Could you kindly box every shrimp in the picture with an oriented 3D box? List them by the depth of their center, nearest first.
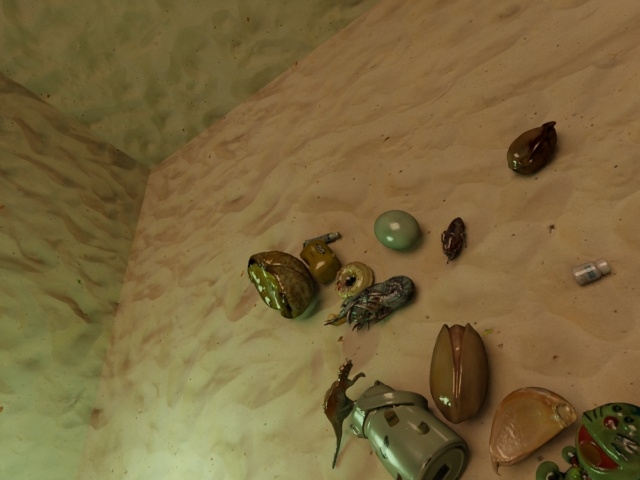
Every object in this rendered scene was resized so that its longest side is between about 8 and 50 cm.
[{"bbox_3d":[0.464,0.003,1.588,0.075,0.073,0.190,-11,51,43],"label":"shrimp"},{"bbox_3d":[0.163,0.232,1.629,0.372,0.172,0.137,-35,50,9],"label":"shrimp"}]

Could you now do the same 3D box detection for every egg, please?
[{"bbox_3d":[0.287,-0.041,1.716,0.192,0.149,0.149,21,78,55],"label":"egg"}]

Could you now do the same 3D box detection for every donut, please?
[{"bbox_3d":[0.070,0.291,1.754,0.038,0.067,0.083,-91,25,-53],"label":"donut"},{"bbox_3d":[0.126,0.158,1.788,0.175,0.068,0.174,-22,51,30],"label":"donut"}]

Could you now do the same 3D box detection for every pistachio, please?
[{"bbox_3d":[0.398,0.378,1.306,0.162,0.181,0.293,2,56,25],"label":"pistachio"},{"bbox_3d":[0.724,-0.315,1.536,0.210,0.130,0.165,-51,1,3],"label":"pistachio"}]

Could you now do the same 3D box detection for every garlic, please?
[{"bbox_3d":[0.521,0.471,1.143,0.245,0.145,0.164,-51,-3,16],"label":"garlic"}]

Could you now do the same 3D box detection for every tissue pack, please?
[{"bbox_3d":[0.005,0.082,1.907,0.127,0.123,0.178,-39,42,2],"label":"tissue pack"}]

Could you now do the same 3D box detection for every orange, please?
[{"bbox_3d":[-0.149,0.175,1.906,0.210,0.270,0.369,-25,30,-28],"label":"orange"}]

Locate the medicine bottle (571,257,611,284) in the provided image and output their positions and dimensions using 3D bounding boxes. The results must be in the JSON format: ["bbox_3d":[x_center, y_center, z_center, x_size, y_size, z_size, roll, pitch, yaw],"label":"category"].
[{"bbox_3d":[0.759,0.086,1.274,0.089,0.052,0.052,-29,47,25],"label":"medicine bottle"}]

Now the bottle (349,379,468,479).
[{"bbox_3d":[0.237,0.549,1.324,0.229,0.229,0.352,-55,38,-2],"label":"bottle"}]

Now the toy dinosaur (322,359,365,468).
[{"bbox_3d":[0.076,0.558,1.490,0.092,0.205,0.392,30,104,42],"label":"toy dinosaur"}]

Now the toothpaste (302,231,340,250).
[{"bbox_3d":[0.000,0.000,2.035,0.216,0.037,0.062,-20,51,37],"label":"toothpaste"}]

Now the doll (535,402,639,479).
[{"bbox_3d":[0.647,0.491,1.006,0.322,0.186,0.198,-56,13,19],"label":"doll"}]
